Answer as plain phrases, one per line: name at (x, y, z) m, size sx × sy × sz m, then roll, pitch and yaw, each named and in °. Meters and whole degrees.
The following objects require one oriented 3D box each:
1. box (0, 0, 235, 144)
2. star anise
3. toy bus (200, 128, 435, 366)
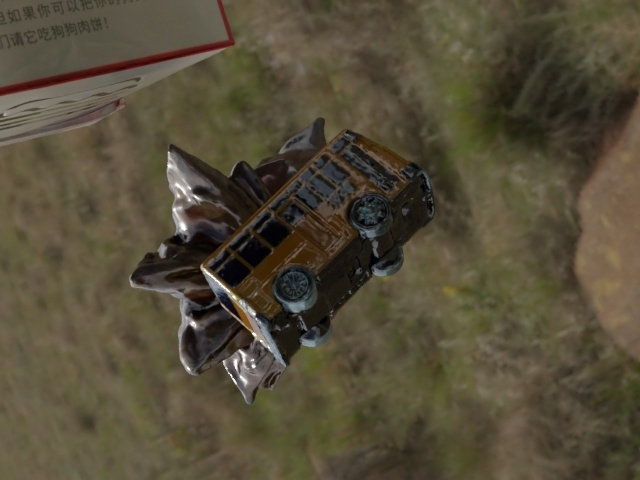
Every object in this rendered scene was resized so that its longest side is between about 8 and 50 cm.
box at (-0.310, -0.251, 1.221) m, size 0.300 × 0.314 × 0.312 m, roll -14°, pitch 94°, yaw 50°
star anise at (-0.070, 0.006, 1.384) m, size 0.108 × 0.315 × 0.315 m, roll 5°, pitch 120°, yaw 45°
toy bus at (0.000, 0.000, 1.204) m, size 0.114 × 0.201 × 0.098 m, roll 39°, pitch 166°, yaw 27°
